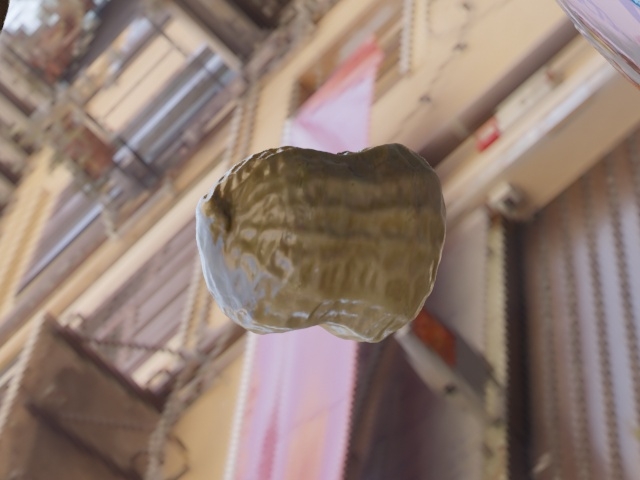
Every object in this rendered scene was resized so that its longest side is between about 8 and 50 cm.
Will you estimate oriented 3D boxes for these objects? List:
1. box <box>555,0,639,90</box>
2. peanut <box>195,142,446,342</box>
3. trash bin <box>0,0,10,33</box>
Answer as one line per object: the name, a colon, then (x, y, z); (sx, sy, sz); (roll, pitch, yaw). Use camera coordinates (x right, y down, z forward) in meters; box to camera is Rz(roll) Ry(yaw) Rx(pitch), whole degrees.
box: (0.187, -0.109, 0.899); (0.265, 0.048, 0.273); (39, -171, -40)
peanut: (0.000, 0.000, 1.542); (0.233, 0.197, 0.110); (2, -155, -21)
trash bin: (-0.381, -0.165, 1.120); (0.250, 0.219, 0.220); (28, 174, 17)
